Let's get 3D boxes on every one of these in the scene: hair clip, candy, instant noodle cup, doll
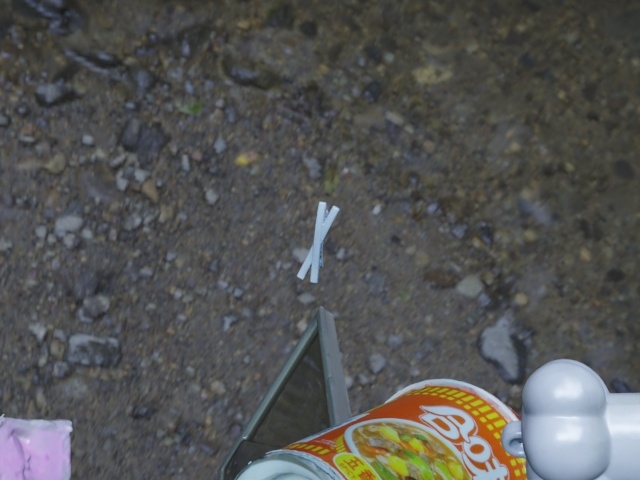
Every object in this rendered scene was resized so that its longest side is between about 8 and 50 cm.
[{"bbox_3d":[-0.001,0.000,1.493,0.030,0.115,0.039,18,25,3],"label":"hair clip"},{"bbox_3d":[-0.423,0.258,1.233,0.155,0.265,0.116,19,68,-56],"label":"candy"},{"bbox_3d":[0.045,0.205,0.804,0.212,0.193,0.193,0,57,-52],"label":"instant noodle cup"},{"bbox_3d":[0.162,0.086,0.481,0.162,0.106,0.062,-4,34,12],"label":"doll"}]

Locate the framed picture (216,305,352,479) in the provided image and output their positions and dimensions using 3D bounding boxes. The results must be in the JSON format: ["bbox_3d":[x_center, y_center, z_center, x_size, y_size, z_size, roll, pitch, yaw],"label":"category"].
[{"bbox_3d":[-0.060,0.303,1.475,0.028,0.326,0.446,29,14,-11],"label":"framed picture"}]
